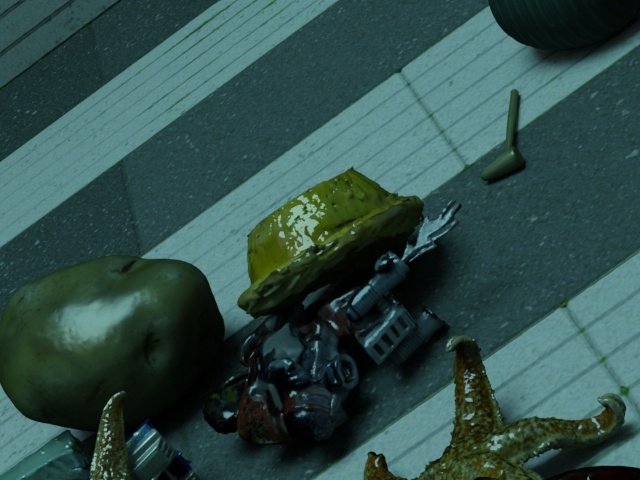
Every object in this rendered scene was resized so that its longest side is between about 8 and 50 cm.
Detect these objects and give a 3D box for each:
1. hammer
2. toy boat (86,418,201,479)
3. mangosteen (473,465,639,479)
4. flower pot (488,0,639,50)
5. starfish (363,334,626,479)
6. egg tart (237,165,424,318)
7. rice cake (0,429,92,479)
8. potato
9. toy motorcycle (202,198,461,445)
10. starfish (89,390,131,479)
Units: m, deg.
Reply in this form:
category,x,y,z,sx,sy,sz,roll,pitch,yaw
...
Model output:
category,x,y,z,sx,sy,sz,roll,pitch,yaw
hammer,0.248,-0.144,2.246,0.060,0.028,0.195,-31,24,28
toy boat,-0.265,0.358,1.981,0.295,0.129,0.088,-46,38,-14
mangosteen,0.213,0.271,1.374,0.235,0.261,0.235,-31,27,18
flower pot,0.343,-0.354,2.300,0.243,0.157,0.189,-7,42,45
starfish,0.158,0.222,1.694,0.312,0.113,0.303,-29,29,23
egg tart,0.000,0.000,2.095,0.288,0.118,0.288,-31,-2,-1
rice cake,-0.452,0.368,2.259,0.336,0.066,0.063,-33,28,13
potato,-0.288,0.139,2.240,0.326,0.221,0.243,-14,39,15
toy motorcycle,0.033,0.115,1.982,0.401,0.134,0.207,-40,27,0
starfish,-0.208,0.324,1.918,0.231,0.048,0.295,6,73,8
